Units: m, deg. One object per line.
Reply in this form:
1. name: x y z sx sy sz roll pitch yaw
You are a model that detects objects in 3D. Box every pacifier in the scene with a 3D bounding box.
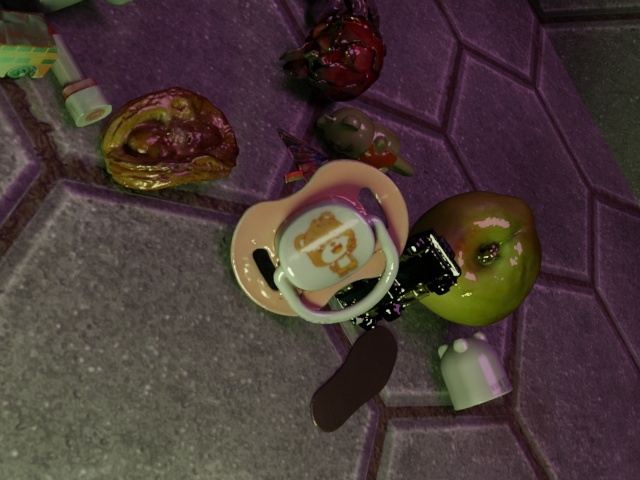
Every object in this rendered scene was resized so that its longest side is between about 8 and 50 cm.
1. pacifier: -0.003 -0.007 1.361 0.273 0.332 0.220 59 -2 36

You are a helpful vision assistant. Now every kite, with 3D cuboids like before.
1. kite: -0.014 -0.142 1.606 0.183 0.014 0.241 -23 88 -50

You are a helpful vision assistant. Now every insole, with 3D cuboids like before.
1. insole: 0.074 0.268 1.469 0.111 0.007 0.328 58 39 -4

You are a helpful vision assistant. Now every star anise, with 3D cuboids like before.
1. star anise: 0.042 -0.631 1.868 0.332 0.118 0.331 19 58 -34

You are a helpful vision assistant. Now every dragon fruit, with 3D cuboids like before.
1. dragon fruit: 0.038 -0.404 1.677 0.274 0.192 0.193 -41 109 -39

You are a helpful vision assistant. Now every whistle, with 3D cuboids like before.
1. whistle: 0.110 -0.214 1.703 0.288 0.131 0.106 31 78 -37

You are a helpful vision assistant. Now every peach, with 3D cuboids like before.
1. peach: 0.334 0.046 1.643 0.314 0.315 0.281 -17 76 -16

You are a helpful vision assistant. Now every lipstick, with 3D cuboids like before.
1. lipstick: -0.412 -0.280 1.219 0.063 0.057 0.186 -29 85 -23

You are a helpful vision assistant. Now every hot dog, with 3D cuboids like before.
1. hot dog: -0.247 -0.171 1.286 0.259 0.114 0.175 -22 85 -52

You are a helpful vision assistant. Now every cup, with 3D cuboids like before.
1. cup: 0.344 0.281 1.659 0.173 0.134 0.142 -6 72 -48

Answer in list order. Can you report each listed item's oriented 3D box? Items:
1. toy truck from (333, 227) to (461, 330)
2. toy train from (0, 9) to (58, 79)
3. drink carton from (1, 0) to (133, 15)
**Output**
1. toy truck: 0.150 0.068 1.471 0.127 0.257 0.127 55 36 -8
2. toy train: -0.482 -0.288 1.108 0.188 0.099 0.072 -14 80 -51
3. drink carton: -0.416 -0.459 1.205 0.191 0.185 0.189 46 46 3
